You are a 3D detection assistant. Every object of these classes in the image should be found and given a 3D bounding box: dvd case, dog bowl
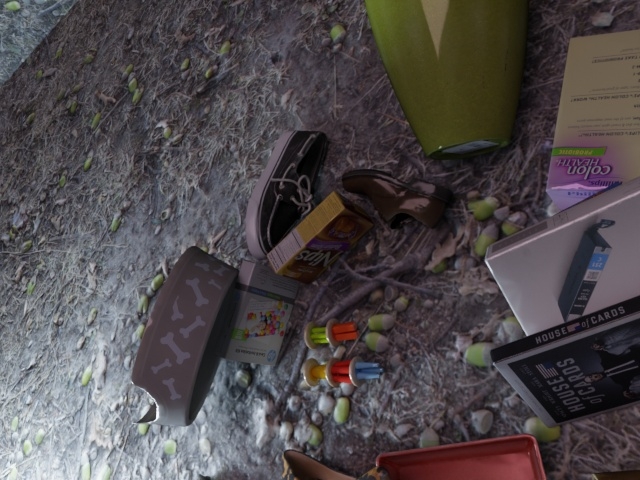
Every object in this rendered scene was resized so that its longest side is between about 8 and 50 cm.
[{"bbox_3d":[0.366,0.156,0.705,0.238,0.179,0.030,-29,32,25],"label":"dvd case"},{"bbox_3d":[-0.246,0.189,1.057,0.102,0.349,0.349,16,83,-1],"label":"dog bowl"}]

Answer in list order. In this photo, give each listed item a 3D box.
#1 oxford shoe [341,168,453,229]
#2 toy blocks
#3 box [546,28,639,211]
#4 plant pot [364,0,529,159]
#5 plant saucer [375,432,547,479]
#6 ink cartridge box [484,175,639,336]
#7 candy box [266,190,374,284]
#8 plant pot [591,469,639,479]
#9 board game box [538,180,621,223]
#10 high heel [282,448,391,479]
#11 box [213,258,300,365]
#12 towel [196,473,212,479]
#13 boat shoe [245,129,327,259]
[{"bbox_3d":[0.122,-0.075,1.017,0.227,0.082,0.096,21,92,40],"label":"oxford shoe"},{"bbox_3d":[0.043,0.200,0.997,0.148,0.054,0.123,-11,69,33],"label":"toy blocks"},{"bbox_3d":[0.457,-0.162,0.777,0.213,0.117,0.243,5,77,37],"label":"box"},{"bbox_3d":[0.225,-0.293,0.922,0.274,0.274,0.294,-10,84,33],"label":"plant pot"},{"bbox_3d":[0.219,0.429,0.797,0.259,0.047,0.259,-21,63,29],"label":"plant saucer"},{"bbox_3d":[0.401,0.063,0.685,0.296,0.066,0.261,-29,96,26],"label":"ink cartridge box"},{"bbox_3d":[0.000,0.000,1.062,0.186,0.109,0.053,-42,54,18],"label":"candy box"},{"bbox_3d":[0.455,0.337,0.566,0.254,0.237,0.237,-19,63,13],"label":"plant pot"},{"bbox_3d":[0.385,0.041,0.739,0.136,0.035,0.201,-33,96,26],"label":"board game box"},{"bbox_3d":[0.011,0.375,0.890,0.186,0.093,0.261,52,136,31],"label":"high heel"},{"bbox_3d":[-0.119,0.144,1.077,0.038,0.145,0.186,13,82,39],"label":"box"},{"bbox_3d":[-0.173,0.646,1.017,0.324,0.056,0.312,14,80,41],"label":"towel"},{"bbox_3d":[-0.057,-0.098,1.123,0.105,0.113,0.306,2,54,28],"label":"boat shoe"}]
